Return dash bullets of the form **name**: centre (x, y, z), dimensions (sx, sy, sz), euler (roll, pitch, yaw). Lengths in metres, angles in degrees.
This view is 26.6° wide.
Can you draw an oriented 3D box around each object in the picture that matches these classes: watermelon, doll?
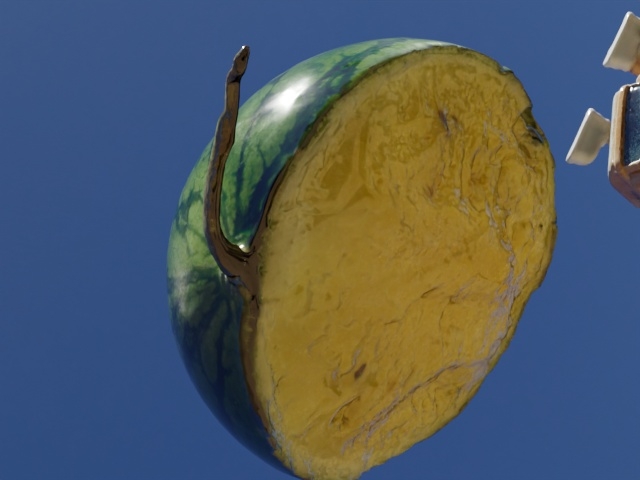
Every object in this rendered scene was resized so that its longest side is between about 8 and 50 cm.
- **watermelon**: centre (0.005, 0.002, 0.628), dimensions (0.232, 0.127, 0.204), euler (-8, -67, -45)
- **doll**: centre (0.367, -0.113, 1.330), dimensions (0.217, 0.085, 0.183), euler (19, -86, -11)

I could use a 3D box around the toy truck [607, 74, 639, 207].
- **toy truck**: centre (0.324, -0.043, 1.112), dimensions (0.257, 0.140, 0.108), euler (32, -123, -41)
